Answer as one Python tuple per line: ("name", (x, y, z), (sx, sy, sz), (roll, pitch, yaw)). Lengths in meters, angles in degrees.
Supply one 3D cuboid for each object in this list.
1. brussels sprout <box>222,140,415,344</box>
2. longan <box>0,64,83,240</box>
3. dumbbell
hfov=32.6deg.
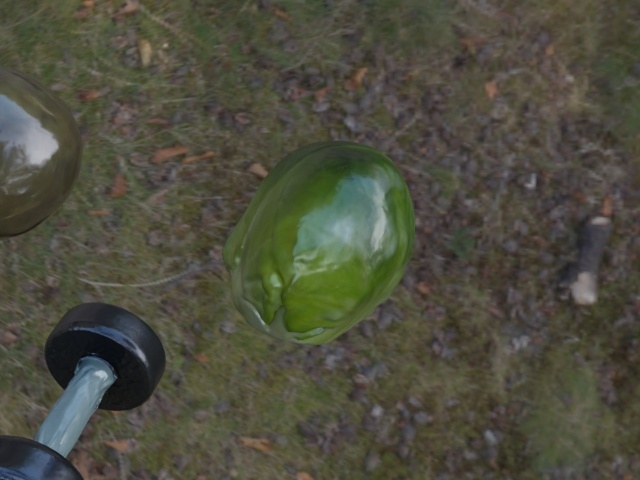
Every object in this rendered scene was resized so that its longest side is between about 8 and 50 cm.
("brussels sprout", (0.004, 0.001, 0.785), (0.118, 0.155, 0.155), (14, 87, -22))
("longan", (-0.187, -0.047, 0.593), (0.106, 0.119, 0.106), (-4, 96, -34))
("dumbbell", (-0.200, 0.143, 0.857), (0.100, 0.100, 0.191), (53, 34, -21))
